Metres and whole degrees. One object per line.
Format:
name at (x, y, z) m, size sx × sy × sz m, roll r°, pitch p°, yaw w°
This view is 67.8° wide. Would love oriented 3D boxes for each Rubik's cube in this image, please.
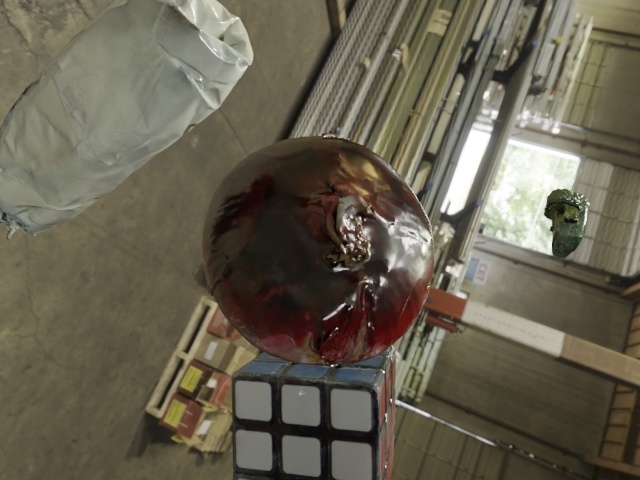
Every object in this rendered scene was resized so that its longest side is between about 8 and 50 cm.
Rubik's cube at (0.001, 0.398, 1.033) m, size 0.305 × 0.300 × 0.304 m, roll -2°, pitch 92°, yaw -75°

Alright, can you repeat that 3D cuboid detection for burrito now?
burrito at (-0.265, -0.121, 0.533) m, size 0.445 × 0.139 × 0.101 m, roll -29°, pitch -165°, yaw 27°

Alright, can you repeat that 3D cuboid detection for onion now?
onion at (0.000, 0.000, 0.605) m, size 0.314 × 0.313 × 0.232 m, roll -62°, pitch 177°, yaw -24°

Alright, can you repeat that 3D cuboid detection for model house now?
model house at (0.386, -0.026, 0.757) m, size 0.079 × 0.066 × 0.083 m, roll 74°, pitch 35°, yaw -57°
